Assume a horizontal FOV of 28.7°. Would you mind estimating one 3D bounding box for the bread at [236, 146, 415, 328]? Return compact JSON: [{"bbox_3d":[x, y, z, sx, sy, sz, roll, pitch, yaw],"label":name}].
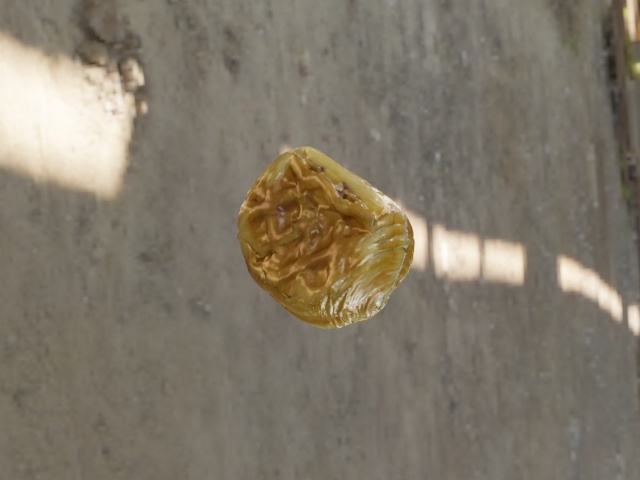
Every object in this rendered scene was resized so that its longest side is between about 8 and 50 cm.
[{"bbox_3d":[0.000,0.000,0.675,0.044,0.111,0.083,17,106,-50],"label":"bread"}]
